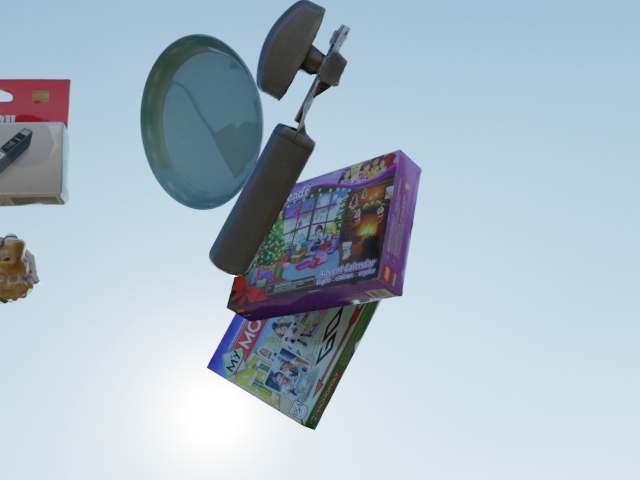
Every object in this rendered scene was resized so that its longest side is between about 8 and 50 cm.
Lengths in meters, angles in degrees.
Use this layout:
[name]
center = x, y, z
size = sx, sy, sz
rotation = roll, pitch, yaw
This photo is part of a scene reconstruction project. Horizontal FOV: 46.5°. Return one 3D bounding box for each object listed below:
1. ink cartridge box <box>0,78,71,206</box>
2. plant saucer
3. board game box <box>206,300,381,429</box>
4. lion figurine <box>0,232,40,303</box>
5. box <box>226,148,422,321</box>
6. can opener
[ink cartridge box]
center = -0.597, -0.186, 1.306
size = 0.296, 0.261, 0.066
rotation = -2, -19, -8
[plant saucer]
center = -0.215, -0.215, 1.374
size = 0.044, 0.317, 0.317
rotation = -11, -36, -51
[board game box]
center = -0.025, 0.114, 1.208
size = 0.317, 0.214, 0.046
rotation = -62, -32, -8
[lion figurine]
center = -0.716, 0.043, 1.307
size = 0.392, 0.240, 0.142
rotation = -13, -39, -30
[box]
center = 0.000, 0.000, 1.072
size = 0.293, 0.200, 0.057
rotation = -15, -38, 40
[can opener]
center = -0.055, -0.105, 0.769
size = 0.095, 0.076, 0.283
rotation = 28, -84, -6
